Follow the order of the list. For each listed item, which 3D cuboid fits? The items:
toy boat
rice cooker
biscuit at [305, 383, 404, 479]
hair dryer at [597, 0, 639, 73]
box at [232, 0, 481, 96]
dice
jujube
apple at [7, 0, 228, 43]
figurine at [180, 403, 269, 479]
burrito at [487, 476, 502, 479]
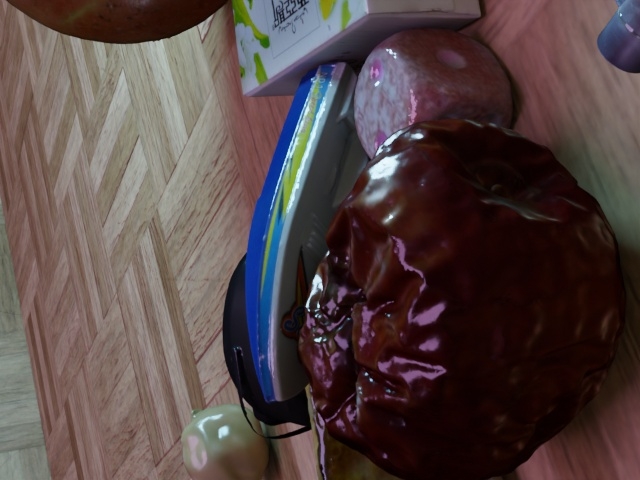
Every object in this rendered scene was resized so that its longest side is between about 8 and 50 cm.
[{"bbox_3d":[0.000,0.000,0.806,0.129,0.088,0.295,58,-141,-44],"label":"toy boat"},{"bbox_3d":[-0.019,0.094,0.977,0.118,0.142,0.203,12,110,51],"label":"rice cooker"},{"bbox_3d":[0.047,0.138,0.881,0.029,0.118,0.247,98,165,-81],"label":"biscuit"},{"bbox_3d":[0.189,-0.166,0.620,0.063,0.037,0.114,120,143,-48],"label":"hair dryer"},{"bbox_3d":[0.014,-0.247,0.868,0.260,0.111,0.194,-16,81,61],"label":"box"},{"bbox_3d":[0.085,-0.103,0.773,0.091,0.093,0.094,110,145,-42],"label":"dice"},{"bbox_3d":[0.092,0.043,0.685,0.213,0.213,0.232,59,139,41],"label":"jujube"},{"bbox_3d":[-0.228,-0.379,1.094,0.305,0.339,0.338,-117,29,-67],"label":"apple"},{"bbox_3d":[-0.121,0.280,1.290,0.196,0.108,0.114,100,165,-66],"label":"figurine"},{"bbox_3d":[0.067,0.135,0.827,0.058,0.063,0.229,-46,75,17],"label":"burrito"}]
